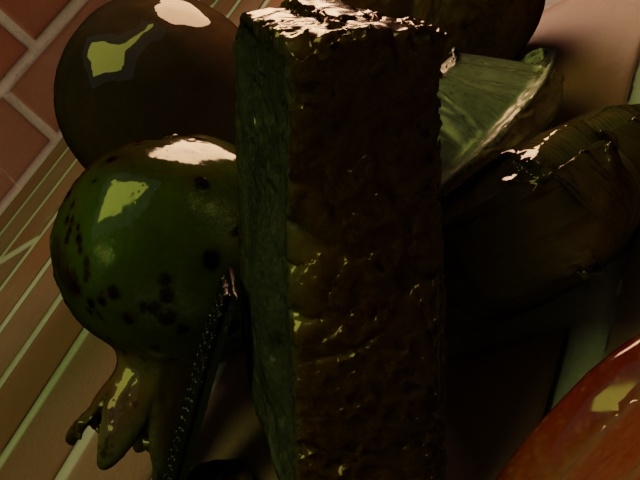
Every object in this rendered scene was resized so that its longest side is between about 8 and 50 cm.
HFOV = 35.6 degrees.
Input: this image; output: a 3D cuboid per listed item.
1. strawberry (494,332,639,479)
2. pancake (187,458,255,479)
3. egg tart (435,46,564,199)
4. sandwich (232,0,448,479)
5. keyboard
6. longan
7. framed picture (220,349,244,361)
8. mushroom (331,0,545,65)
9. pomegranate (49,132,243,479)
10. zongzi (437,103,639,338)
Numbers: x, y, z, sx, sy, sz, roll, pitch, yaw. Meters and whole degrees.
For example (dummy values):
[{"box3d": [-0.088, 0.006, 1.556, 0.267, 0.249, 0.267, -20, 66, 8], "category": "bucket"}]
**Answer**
[{"box3d": [0.146, 0.108, 0.418, 0.228, 0.098, 0.174, -46, 1, -34], "category": "strawberry"}, {"box3d": [-0.115, 0.244, 0.748, 0.199, 0.021, 0.199, -38, 22, 19], "category": "pancake"}, {"box3d": [0.090, -0.077, 0.798, 0.234, 0.094, 0.234, -44, 7, 7], "category": "egg tart"}, {"box3d": [0.000, 0.000, 0.635, 0.099, 0.301, 0.271, -5, 15, -15], "category": "sandwich"}, {"box3d": [-0.094, 0.119, 0.760, 0.074, 0.015, 0.196, -107, 32, -72], "category": "keyboard"}, {"box3d": [-0.235, -0.207, 1.441, 0.319, 0.319, 0.319, -38, 22, 19], "category": "longan"}, {"box3d": [-0.060, 0.023, 1.041, 0.189, 0.023, 0.260, -27, 28, 40], "category": "framed picture"}, {"box3d": [0.091, -0.230, 0.974, 0.283, 0.195, 0.263, -43, 57, 18], "category": "mushroom"}, {"box3d": [-0.136, 0.044, 0.889, 0.231, 0.231, 0.285, -120, 44, -68], "category": "pomegranate"}, {"box3d": [0.150, -0.022, 0.662, 0.197, 0.099, 0.194, -34, 0, -38], "category": "zongzi"}]
